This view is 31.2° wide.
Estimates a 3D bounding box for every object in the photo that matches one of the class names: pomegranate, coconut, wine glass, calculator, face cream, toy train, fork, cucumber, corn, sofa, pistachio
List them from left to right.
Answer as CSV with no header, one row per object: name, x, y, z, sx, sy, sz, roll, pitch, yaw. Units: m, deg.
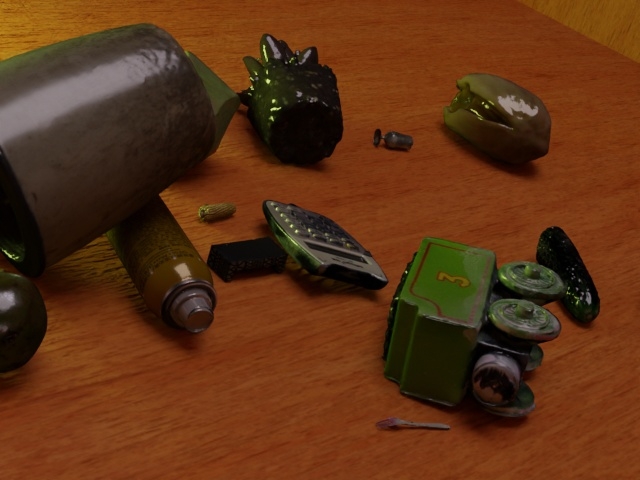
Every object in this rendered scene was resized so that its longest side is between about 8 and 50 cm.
pomegranate,-0.419,0.097,1.430,0.152,0.131,0.191,4,7,-14
face cream,-0.241,0.019,1.687,0.105,0.105,0.348,0,32,-31
coconut,-0.257,-0.228,2.037,0.236,0.236,0.204,-2,74,-33
corn,-0.177,-0.049,1.936,0.028,0.027,0.083,41,32,25
sofa,-0.115,0.029,1.814,0.118,0.039,0.060,-9,36,-40
calculator,0.000,0.000,1.903,0.177,0.040,0.268,16,22,-31
wine glass,0.155,-0.211,2.426,0.083,0.039,0.042,10,26,-24
fork,0.129,0.253,1.573,0.115,0.012,0.016,6,36,-23
toy train,0.226,0.124,1.706,0.249,0.173,0.307,15,27,8
pistachio,0.402,-0.271,2.553,0.197,0.166,0.288,25,11,-43
cucumber,0.446,0.063,2.051,0.074,0.074,0.241,10,30,-15

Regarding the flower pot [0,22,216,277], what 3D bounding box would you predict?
flower pot,-0.336,-0.148,1.618,0.330,0.293,0.293,-30,49,-24

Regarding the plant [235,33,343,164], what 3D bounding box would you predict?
plant,-0.050,-0.288,2.297,0.194,0.181,0.320,10,34,-21
